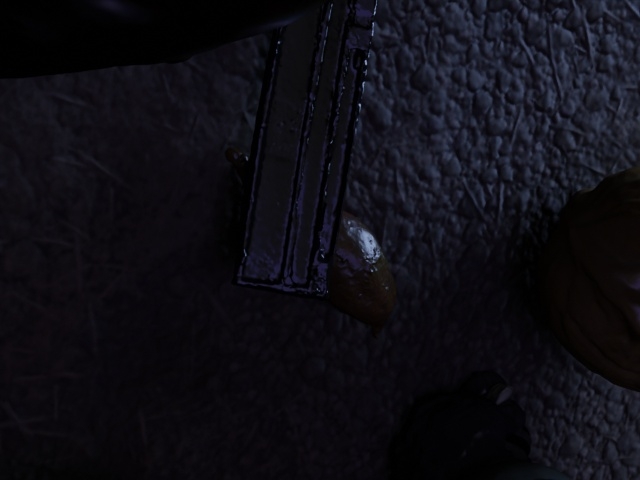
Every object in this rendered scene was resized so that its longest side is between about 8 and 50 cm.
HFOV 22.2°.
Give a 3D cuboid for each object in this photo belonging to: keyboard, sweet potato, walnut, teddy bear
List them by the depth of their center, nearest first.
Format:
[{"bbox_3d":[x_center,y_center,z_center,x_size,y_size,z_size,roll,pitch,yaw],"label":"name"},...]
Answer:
[{"bbox_3d":[-0.014,-0.082,1.275,0.087,0.017,0.250,10,87,-18],"label":"keyboard"},{"bbox_3d":[0.006,0.000,1.317,0.068,0.068,0.226,-47,119,-11],"label":"sweet potato"},{"bbox_3d":[0.160,0.244,1.390,0.144,0.251,0.171,12,112,-31],"label":"teddy bear"},{"bbox_3d":[0.291,0.035,1.426,0.213,0.213,0.213,-9,108,-29],"label":"walnut"}]

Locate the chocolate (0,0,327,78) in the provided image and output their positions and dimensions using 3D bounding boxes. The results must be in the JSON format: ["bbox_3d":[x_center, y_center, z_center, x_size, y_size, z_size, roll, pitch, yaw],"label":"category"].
[{"bbox_3d":[-0.087,-0.269,1.031,0.383,0.331,0.384,-10,109,-31],"label":"chocolate"}]
